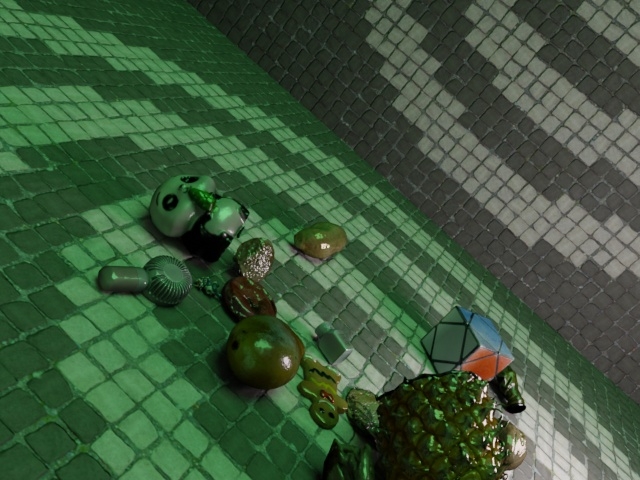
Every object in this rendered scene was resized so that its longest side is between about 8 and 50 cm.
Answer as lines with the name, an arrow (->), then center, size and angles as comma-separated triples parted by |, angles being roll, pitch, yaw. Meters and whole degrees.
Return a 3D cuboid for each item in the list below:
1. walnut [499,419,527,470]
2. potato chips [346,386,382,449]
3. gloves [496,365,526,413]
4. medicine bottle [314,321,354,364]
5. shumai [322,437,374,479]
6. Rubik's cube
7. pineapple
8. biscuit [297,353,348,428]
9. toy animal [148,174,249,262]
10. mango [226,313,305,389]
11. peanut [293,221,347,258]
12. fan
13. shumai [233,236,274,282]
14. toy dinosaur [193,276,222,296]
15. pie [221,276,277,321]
walnut -> 0.581, 0.645, 2.097 | 0.140, 0.140, 0.162 | 35, 8, -12
potato chips -> 0.148, 0.495, 1.848 | 0.202, 0.029, 0.220 | 44, 20, 10
gloves -> 0.699, 0.534, 2.530 | 0.268, 0.107, 0.135 | 61, -1, 44
medicine bottle -> 0.035, 0.300, 1.961 | 0.055, 0.074, 0.118 | 4, 40, -54
shumai -> 0.064, 0.549, 1.497 | 0.120, 0.201, 0.201 | -3, 27, 4
Rubik's cube -> 0.522, 0.389, 2.380 | 0.205, 0.207, 0.205 | 22, 30, -34
pineapple -> 0.308, 0.512, 1.649 | 0.352, 0.352, 0.300 | 22, 46, -37
biscuit -> 0.008, 0.405, 1.783 | 0.158, 0.035, 0.240 | 28, 25, -21
toy animal -> -0.347, -0.076, 1.890 | 0.267, 0.212, 0.212 | 38, 23, -14
mango -> -0.125, 0.273, 1.680 | 0.192, 0.146, 0.316 | 55, 19, 13
peanut -> 0.000, 0.000, 2.404 | 0.137, 0.122, 0.253 | 37, 25, 18
fan -> -0.429, 0.096, 1.634 | 0.244, 0.074, 0.130 | 7, 51, -45
shumai -> -0.213, 0.053, 1.997 | 0.146, 0.145, 0.116 | 16, 9, -44
toy dinosaur -> -0.304, 0.128, 1.809 | 0.083, 0.030, 0.047 | 33, 25, -15
pie -> -0.199, 0.174, 1.863 | 0.182, 0.049, 0.182 | 36, 25, -20
